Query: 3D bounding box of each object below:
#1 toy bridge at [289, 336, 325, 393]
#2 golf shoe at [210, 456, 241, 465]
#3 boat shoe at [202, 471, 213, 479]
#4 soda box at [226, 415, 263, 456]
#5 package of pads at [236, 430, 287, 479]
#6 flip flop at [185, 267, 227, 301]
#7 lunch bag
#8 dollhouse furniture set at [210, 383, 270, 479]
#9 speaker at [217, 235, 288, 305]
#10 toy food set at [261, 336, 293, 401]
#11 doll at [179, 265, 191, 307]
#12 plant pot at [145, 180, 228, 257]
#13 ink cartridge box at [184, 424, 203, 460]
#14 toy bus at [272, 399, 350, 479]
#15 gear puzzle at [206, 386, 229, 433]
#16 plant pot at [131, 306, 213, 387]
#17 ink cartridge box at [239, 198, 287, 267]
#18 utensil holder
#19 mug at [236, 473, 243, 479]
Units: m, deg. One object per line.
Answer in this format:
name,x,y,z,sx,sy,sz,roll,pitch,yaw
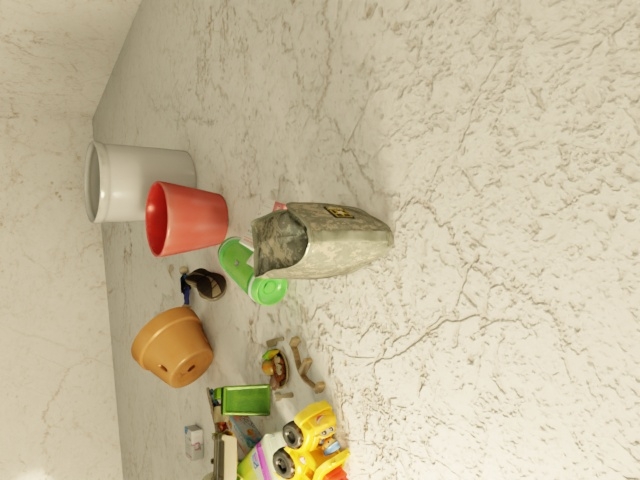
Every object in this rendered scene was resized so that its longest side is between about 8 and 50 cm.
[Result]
toy bridge,-0.045,0.359,1.545,0.188,0.026,0.063,54,135,40
golf shoe,-0.333,0.817,1.944,0.176,0.085,0.069,2,91,55
boat shoe,-0.282,0.976,1.798,0.500,0.186,0.156,29,120,58
soda box,-0.256,0.654,1.844,0.183,0.058,0.063,35,120,49
package of pads,-0.151,0.748,1.655,0.297,0.101,0.229,-56,46,42
flip flop,-0.431,0.177,2.062,0.277,0.112,0.080,15,130,53
lunch bag,0.000,0.000,1.274,0.287,0.235,0.169,-17,75,55
dollhouse furniture set,-0.257,0.622,1.738,0.197,0.151,0.302,138,134,-62
speaker,-0.218,0.090,1.706,0.296,0.131,0.131,35,120,50
toy food set,-0.141,0.399,1.678,0.132,0.038,0.192,-31,66,53
doll,-0.577,0.199,2.319,0.129,0.046,0.189,132,134,-58
plant pot,-0.486,-0.078,1.995,0.274,0.243,0.275,2,93,57
ink cartridge box,-0.529,0.844,2.267,0.088,0.052,0.123,-3,87,57
toy bus,0.003,0.561,1.394,0.211,0.149,0.220,34,117,36
gear puzzle,-0.337,0.684,1.916,0.339,0.044,0.176,-118,14,-46
plant pot,-0.555,0.433,2.119,0.203,0.290,0.291,41,126,27
ink cartridge box,-0.161,-0.017,1.586,0.115,0.067,0.198,20,76,54
utensil holder,-0.752,-0.233,2.261,0.327,0.385,0.328,2,92,57
mug,-0.273,0.781,1.700,0.064,0.062,0.078,11,107,50
